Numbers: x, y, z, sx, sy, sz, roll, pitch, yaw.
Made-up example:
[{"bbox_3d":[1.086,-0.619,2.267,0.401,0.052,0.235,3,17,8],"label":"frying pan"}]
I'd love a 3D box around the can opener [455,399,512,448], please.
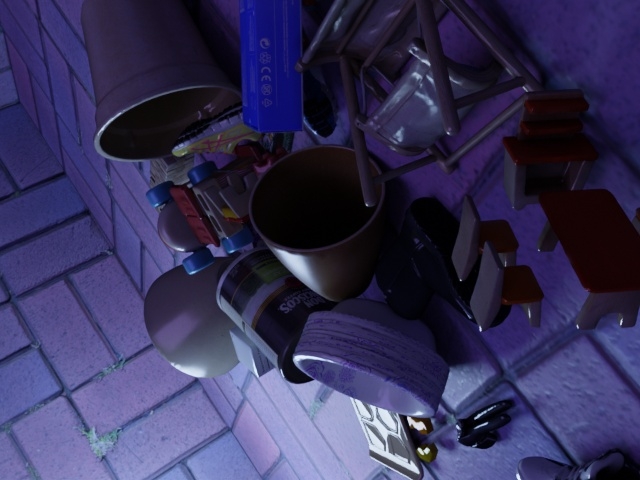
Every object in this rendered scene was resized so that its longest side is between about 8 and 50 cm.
[{"bbox_3d":[0.299,0.330,1.300,0.186,0.073,0.059,112,164,-54],"label":"can opener"}]

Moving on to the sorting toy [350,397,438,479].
[{"bbox_3d":[0.176,0.434,1.637,0.307,0.041,0.229,5,115,60],"label":"sorting toy"}]

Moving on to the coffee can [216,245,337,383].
[{"bbox_3d":[-0.085,0.168,1.651,0.275,0.201,0.201,39,146,38],"label":"coffee can"}]

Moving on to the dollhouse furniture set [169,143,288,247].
[{"bbox_3d":[-0.151,-0.091,1.483,0.374,0.201,0.152,10,131,62],"label":"dollhouse furniture set"}]

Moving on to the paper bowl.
[{"bbox_3d":[0.102,0.211,1.339,0.284,0.148,0.284,19,158,8],"label":"paper bowl"}]

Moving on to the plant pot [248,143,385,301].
[{"bbox_3d":[0.017,-0.002,1.308,0.237,0.237,0.254,41,161,35],"label":"plant pot"}]

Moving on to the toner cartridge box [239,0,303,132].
[{"bbox_3d":[-0.080,-0.349,1.113,0.165,0.075,0.347,-132,40,-71],"label":"toner cartridge box"}]

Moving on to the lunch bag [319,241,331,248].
[{"bbox_3d":[0.000,0.000,1.486,0.065,0.067,0.098,53,154,18],"label":"lunch bag"}]

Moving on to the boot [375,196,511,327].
[{"bbox_3d":[0.192,0.077,1.178,0.246,0.094,0.207,57,151,25],"label":"boot"}]

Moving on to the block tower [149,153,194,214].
[{"bbox_3d":[-0.433,-0.180,2.068,0.097,0.091,0.335,52,153,18],"label":"block tower"}]

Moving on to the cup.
[{"bbox_3d":[-0.273,0.173,1.926,0.237,0.331,0.331,-37,81,39],"label":"cup"}]

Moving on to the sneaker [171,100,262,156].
[{"bbox_3d":[-0.217,-0.210,1.500,0.094,0.208,0.081,59,-157,-32],"label":"sneaker"}]

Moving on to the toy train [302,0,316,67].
[{"bbox_3d":[-0.048,-0.377,1.226,0.125,0.046,0.166,40,146,38],"label":"toy train"}]

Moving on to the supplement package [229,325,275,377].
[{"bbox_3d":[-0.121,0.245,1.818,0.105,0.179,0.105,31,140,47],"label":"supplement package"}]

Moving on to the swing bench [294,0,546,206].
[{"bbox_3d":[0.118,-0.221,0.956,0.254,0.165,0.253,64,155,8],"label":"swing bench"}]

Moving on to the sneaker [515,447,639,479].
[{"bbox_3d":[0.402,0.357,1.083,0.235,0.094,0.153,27,136,49],"label":"sneaker"}]

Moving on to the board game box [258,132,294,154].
[{"bbox_3d":[-0.096,-0.278,1.431,0.136,0.030,0.259,53,153,21],"label":"board game box"}]

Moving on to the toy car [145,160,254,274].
[{"bbox_3d":[-0.303,-0.048,1.765,0.219,0.210,0.238,62,165,-3],"label":"toy car"}]

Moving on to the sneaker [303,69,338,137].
[{"bbox_3d":[-0.040,-0.266,1.276,0.190,0.071,0.083,57,155,-12],"label":"sneaker"}]

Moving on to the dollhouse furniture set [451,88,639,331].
[{"bbox_3d":[0.277,-0.038,0.766,0.259,0.262,0.135,-100,7,-48],"label":"dollhouse furniture set"}]

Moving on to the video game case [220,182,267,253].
[{"bbox_3d":[-0.229,-0.068,1.862,0.232,0.042,0.210,25,136,50],"label":"video game case"}]

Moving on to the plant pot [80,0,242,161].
[{"bbox_3d":[-0.363,-0.380,1.540,0.305,0.334,0.334,69,156,11],"label":"plant pot"}]
